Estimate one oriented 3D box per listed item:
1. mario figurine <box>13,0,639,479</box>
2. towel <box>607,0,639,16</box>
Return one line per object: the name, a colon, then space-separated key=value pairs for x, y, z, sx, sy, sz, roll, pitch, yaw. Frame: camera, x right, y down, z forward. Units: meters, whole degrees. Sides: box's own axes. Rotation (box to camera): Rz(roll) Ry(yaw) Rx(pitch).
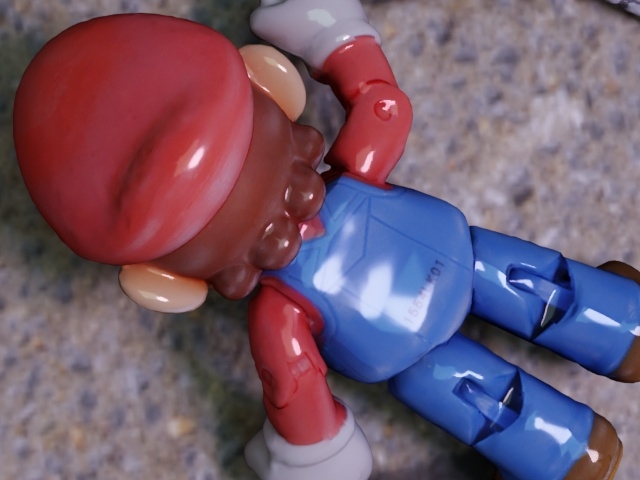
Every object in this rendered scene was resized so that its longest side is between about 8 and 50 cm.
mario figurine: x=0.000 y=0.000 z=0.908 sx=0.320 sy=0.170 sz=0.198 roll=31 pitch=44 yaw=-16
towel: x=0.214 y=-0.244 z=0.945 sx=0.235 sy=0.121 sz=0.283 roll=27 pitch=81 yaw=-5
